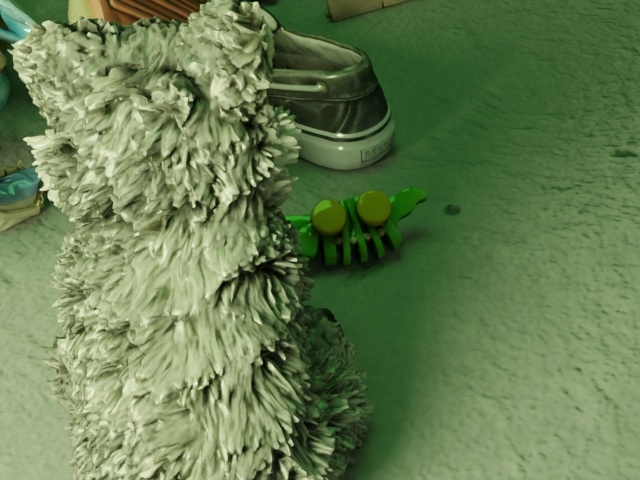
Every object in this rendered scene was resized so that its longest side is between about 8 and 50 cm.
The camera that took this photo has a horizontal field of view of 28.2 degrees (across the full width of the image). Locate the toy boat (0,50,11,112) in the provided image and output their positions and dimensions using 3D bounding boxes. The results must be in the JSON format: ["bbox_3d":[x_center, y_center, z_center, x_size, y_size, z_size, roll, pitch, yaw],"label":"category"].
[{"bbox_3d":[-0.369,-0.073,1.093,0.267,0.148,0.318,-35,18,-12],"label":"toy boat"}]

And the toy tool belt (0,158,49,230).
[{"bbox_3d":[-0.267,-0.048,1.139,0.083,0.051,0.052,-31,42,-31],"label":"toy tool belt"}]

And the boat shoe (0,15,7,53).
[{"bbox_3d":[-0.395,-0.213,1.384,0.104,0.089,0.285,15,35,-14],"label":"boat shoe"}]

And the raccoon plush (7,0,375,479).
[{"bbox_3d":[-0.063,0.052,0.745,0.216,0.299,0.446,-14,36,-11],"label":"raccoon plush"}]

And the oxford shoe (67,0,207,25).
[{"bbox_3d":[-0.184,-0.151,1.132,0.140,0.146,0.397,25,37,-33],"label":"oxford shoe"}]

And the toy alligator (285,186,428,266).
[{"bbox_3d":[0.000,0.000,1.029,0.189,0.056,0.051,-13,76,-8],"label":"toy alligator"}]

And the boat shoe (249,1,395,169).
[{"bbox_3d":[-0.066,-0.174,1.225,0.335,0.119,0.121,20,43,33],"label":"boat shoe"}]

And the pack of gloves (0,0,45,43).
[{"bbox_3d":[-0.296,-0.197,1.242,0.046,0.232,0.195,-48,43,-4],"label":"pack of gloves"}]

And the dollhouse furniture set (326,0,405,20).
[{"bbox_3d":[0.033,-0.366,1.424,0.129,0.184,0.129,-19,36,-16],"label":"dollhouse furniture set"}]
